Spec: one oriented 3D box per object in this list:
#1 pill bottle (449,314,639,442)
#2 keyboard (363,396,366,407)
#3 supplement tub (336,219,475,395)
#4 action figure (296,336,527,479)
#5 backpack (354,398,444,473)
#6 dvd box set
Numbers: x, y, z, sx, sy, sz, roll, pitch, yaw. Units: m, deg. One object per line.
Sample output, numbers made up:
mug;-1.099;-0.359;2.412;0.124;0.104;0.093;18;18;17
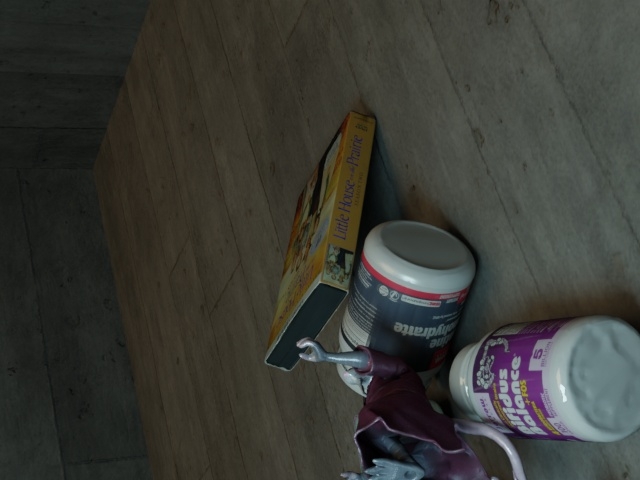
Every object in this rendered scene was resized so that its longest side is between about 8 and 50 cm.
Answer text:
pill bottle;0.312;0.197;1.605;0.301;0.169;0.169;-18;75;63
keyboard;0.103;0.298;2.207;0.100;0.038;0.192;175;93;-87
supplement tub;0.139;0.121;1.931;0.191;0.191;0.272;55;138;49
action figure;0.126;0.252;1.696;0.370;0.275;0.248;-104;-2;-67
backpack;0.145;0.358;1.981;0.188;0.144;0.166;-27;67;60
dvd box set;0.000;0.000;2.172;0.308;0.062;0.420;123;163;-50
